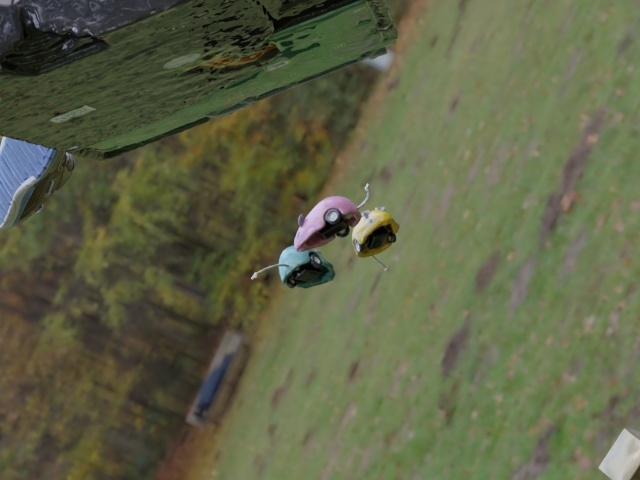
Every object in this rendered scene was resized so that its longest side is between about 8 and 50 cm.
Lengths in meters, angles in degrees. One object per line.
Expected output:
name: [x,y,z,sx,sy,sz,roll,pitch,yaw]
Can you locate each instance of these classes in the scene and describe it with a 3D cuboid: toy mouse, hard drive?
toy mouse: [0.000,0.000,1.157,0.161,0.143,0.031,99,148,-60]
hard drive: [-0.079,-0.125,0.778,0.339,0.237,0.064,8,-118,-82]

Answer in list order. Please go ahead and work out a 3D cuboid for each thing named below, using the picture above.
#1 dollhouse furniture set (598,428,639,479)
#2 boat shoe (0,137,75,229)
dollhouse furniture set: [0.298,0.263,1.148,0.182,0.101,0.161,16,-72,-51]
boat shoe: [-0.297,-0.082,1.387,0.066,0.066,0.183,-18,-19,-45]
